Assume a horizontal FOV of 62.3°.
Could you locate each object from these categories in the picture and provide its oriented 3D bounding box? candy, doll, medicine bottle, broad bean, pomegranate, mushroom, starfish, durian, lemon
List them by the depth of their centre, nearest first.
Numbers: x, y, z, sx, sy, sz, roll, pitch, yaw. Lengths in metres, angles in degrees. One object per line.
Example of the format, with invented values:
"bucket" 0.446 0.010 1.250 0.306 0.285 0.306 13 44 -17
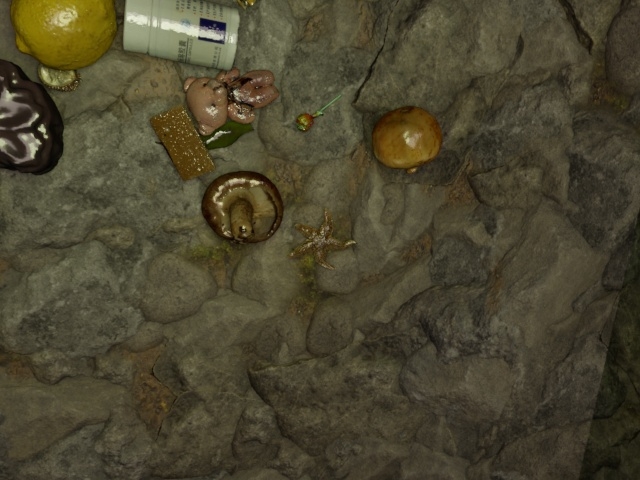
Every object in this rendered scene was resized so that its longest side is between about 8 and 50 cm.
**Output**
"lemon" -0.709 -0.618 1.481 0.310 0.253 0.254 -39 112 -8
"durian" -0.770 -0.489 1.588 0.140 0.071 0.111 21 77 3
"medicine bottle" -0.421 -0.634 1.589 0.331 0.190 0.190 6 103 -18
"doll" -0.279 -0.474 1.694 0.303 0.156 0.201 -23 87 -11
"broad bean" -0.376 -0.335 1.752 0.324 0.067 0.075 -17 94 -14
"mushroom" -0.245 -0.108 1.796 0.267 0.254 0.268 -12 108 -41
"candy" -0.003 -0.452 1.848 0.201 0.060 0.061 -38 112 -12
"pomegranate" 0.302 -0.351 1.862 0.248 0.248 0.249 -4 106 -15
"starfish" 0.000 0.000 1.963 0.277 0.062 0.236 -10 107 -12

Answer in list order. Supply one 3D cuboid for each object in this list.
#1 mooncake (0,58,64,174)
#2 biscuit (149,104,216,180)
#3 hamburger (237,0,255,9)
"mooncake" -0.956 -0.342 1.514 0.380 0.212 0.351 -13 102 -15
"biscuit" -0.436 -0.308 1.688 0.130 0.025 0.231 -18 115 12
"hamburger" -0.184 -0.864 1.624 0.156 0.144 0.283 39 87 -18
